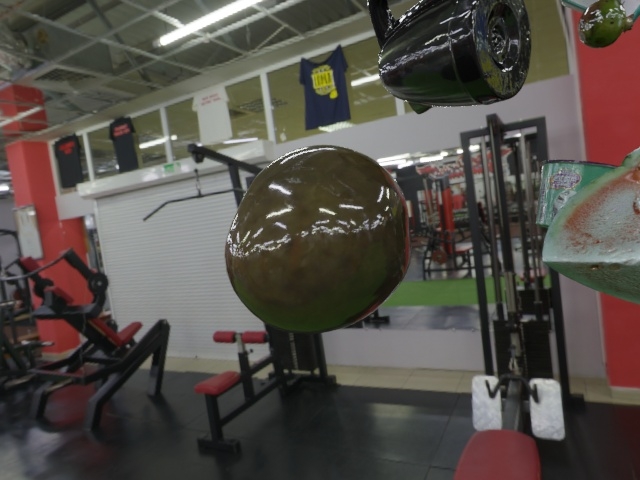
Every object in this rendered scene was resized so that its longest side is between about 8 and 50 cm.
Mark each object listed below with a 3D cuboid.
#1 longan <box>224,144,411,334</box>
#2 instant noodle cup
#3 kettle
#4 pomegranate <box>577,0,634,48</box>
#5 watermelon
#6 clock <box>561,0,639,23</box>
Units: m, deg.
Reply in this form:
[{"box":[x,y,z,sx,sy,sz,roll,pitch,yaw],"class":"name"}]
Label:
[{"box":[0.000,0.000,0.715,0.320,0.318,0.319,-8,3,0],"class":"longan"},{"box":[0.757,-0.118,1.266,0.252,0.189,0.251,11,5,-1],"class":"instant noodle cup"},{"box":[0.210,-0.356,0.810,0.251,0.207,0.271,23,-11,-38],"class":"kettle"},{"box":[0.786,-0.601,1.196,0.131,0.130,0.130,-8,3,0],"class":"pomegranate"},{"box":[0.560,-0.012,0.782,0.290,0.319,0.214,-11,0,10],"class":"watermelon"},{"box":[0.910,-0.806,1.300,0.231,0.262,0.116,35,22,19],"class":"clock"}]
